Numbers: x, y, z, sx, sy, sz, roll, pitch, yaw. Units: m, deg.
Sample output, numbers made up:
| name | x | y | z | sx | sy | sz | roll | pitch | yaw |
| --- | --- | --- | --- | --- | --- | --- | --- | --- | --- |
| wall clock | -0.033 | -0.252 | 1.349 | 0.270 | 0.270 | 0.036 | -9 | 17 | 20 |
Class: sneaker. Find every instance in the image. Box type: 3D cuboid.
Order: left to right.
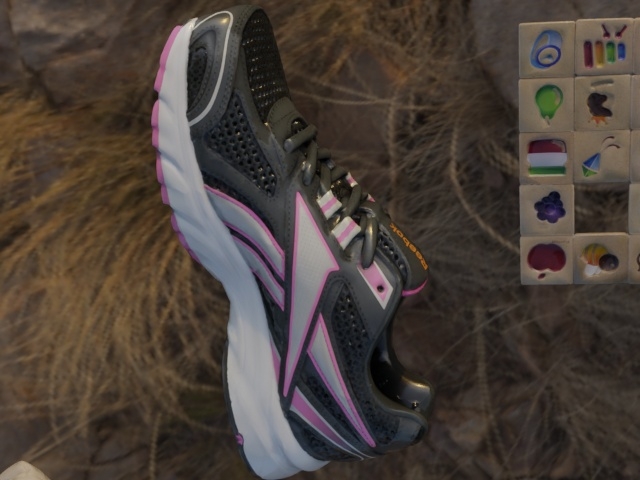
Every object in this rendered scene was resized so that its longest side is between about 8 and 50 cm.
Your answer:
| name | x | y | z | sx | sy | sz | roll | pitch | yaw |
| --- | --- | --- | --- | --- | --- | --- | --- | --- | --- |
| sneaker | 0.000 | 0.000 | 0.397 | 0.077 | 0.072 | 0.178 | -7 | 111 | 21 |

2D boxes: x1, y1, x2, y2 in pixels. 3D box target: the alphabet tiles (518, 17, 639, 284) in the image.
| name | x | y | z | sx | sy | sz | roll | pitch | yaw |
| --- | --- | --- | --- | --- | --- | --- | --- | --- | --- |
| alphabet tiles | 0.263 | -0.062 | 0.787 | 0.237 | 0.009 | 0.198 | 0 | 107 | 10 |

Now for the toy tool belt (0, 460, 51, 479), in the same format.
| name | x | y | z | sx | sy | sz | roll | pitch | yaw |
| --- | --- | --- | --- | --- | --- | --- | --- | --- | --- |
| toy tool belt | -0.134 | 0.137 | 0.481 | 0.083 | 0.052 | 0.051 | -35 | 122 | 26 |
